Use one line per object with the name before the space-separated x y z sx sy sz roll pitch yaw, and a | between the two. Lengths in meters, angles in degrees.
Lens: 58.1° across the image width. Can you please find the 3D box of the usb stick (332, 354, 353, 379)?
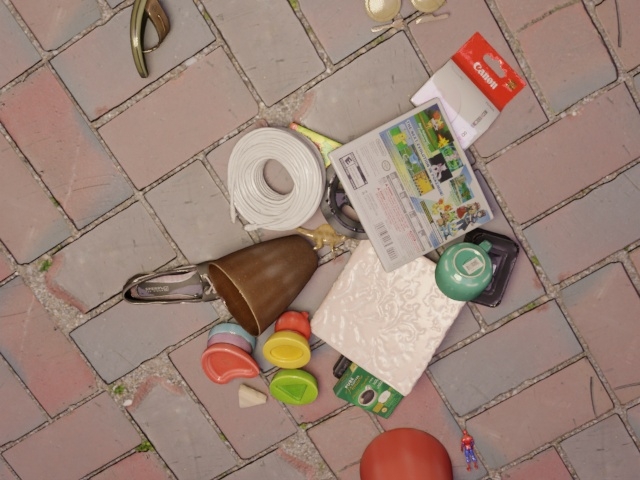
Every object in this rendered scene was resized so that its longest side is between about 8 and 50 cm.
usb stick | 0.128 0.264 1.556 0.077 0.045 0.278 29 101 -12

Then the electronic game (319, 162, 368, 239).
electronic game | 0.108 -0.115 1.436 0.229 0.048 0.229 -1 100 -5

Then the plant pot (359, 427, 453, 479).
plant pot | 0.240 0.688 1.545 0.274 0.243 0.275 0 102 2

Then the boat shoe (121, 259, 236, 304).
boat shoe | -0.353 0.122 1.511 0.335 0.095 0.112 -7 102 3

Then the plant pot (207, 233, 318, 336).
plant pot | -0.125 0.088 1.438 0.230 0.215 0.215 -33 101 -23

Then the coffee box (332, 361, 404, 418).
coffee box | 0.137 0.403 1.563 0.184 0.040 0.113 29 102 -22

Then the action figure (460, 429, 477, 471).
action figure | 0.417 0.591 1.628 0.038 0.030 0.115 -11 97 -2

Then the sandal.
sandal | -0.396 -0.537 1.363 0.086 0.120 0.303 9 102 -15

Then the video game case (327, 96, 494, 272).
video game case | 0.220 -0.131 1.398 0.300 0.036 0.329 -27 98 0

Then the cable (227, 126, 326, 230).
cable | -0.107 -0.150 1.409 0.257 0.089 0.257 3 108 22

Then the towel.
towel | 0.176 0.174 1.478 0.317 0.053 0.332 33 96 15

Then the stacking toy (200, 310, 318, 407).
stacking toy | -0.144 0.315 1.554 0.308 0.130 0.280 -9 129 16

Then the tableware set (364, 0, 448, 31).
tableware set | 0.202 -0.581 1.374 0.194 0.039 0.128 -8 114 9

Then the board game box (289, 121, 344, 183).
board game box | -0.006 -0.220 1.454 0.181 0.043 0.092 23 102 -3

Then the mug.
mug | 0.345 0.057 1.372 0.129 0.097 0.158 10 68 5

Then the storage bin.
storage bin | 0.420 0.068 1.485 0.122 0.084 0.180 16 103 -2

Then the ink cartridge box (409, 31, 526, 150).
ink cartridge box | 0.363 -0.362 1.409 0.189 0.066 0.232 44 104 -7

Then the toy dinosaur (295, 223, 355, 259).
toy dinosaur | 0.000 0.000 1.508 0.183 0.053 0.093 9 86 -6
